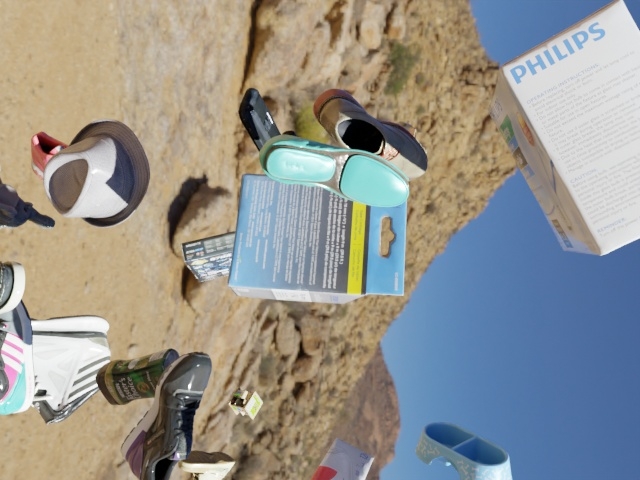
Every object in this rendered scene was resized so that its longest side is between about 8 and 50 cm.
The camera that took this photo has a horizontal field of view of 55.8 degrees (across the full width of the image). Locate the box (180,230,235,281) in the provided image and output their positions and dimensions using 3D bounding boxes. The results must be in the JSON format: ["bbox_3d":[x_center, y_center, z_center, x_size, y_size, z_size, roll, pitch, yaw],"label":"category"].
[{"bbox_3d":[-0.209,0.031,1.463,0.175,0.220,0.051,86,-10,-71],"label":"box"}]

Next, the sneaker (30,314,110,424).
[{"bbox_3d":[-0.751,0.334,1.511,0.169,0.448,0.257,-51,-132,51],"label":"sneaker"}]

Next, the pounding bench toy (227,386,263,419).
[{"bbox_3d":[-0.198,0.400,1.523,0.052,0.065,0.083,-58,139,-36],"label":"pounding bench toy"}]

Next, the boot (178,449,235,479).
[{"bbox_3d":[-0.345,0.679,1.695,0.213,0.077,0.165,33,83,-56],"label":"boot"}]

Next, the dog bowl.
[{"bbox_3d":[0.411,0.613,1.741,0.297,0.166,0.074,16,-72,48],"label":"dog bowl"}]

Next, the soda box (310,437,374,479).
[{"bbox_3d":[0.012,0.495,1.136,0.286,0.091,0.098,-31,143,-67],"label":"soda box"}]

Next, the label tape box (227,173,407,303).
[{"bbox_3d":[0.000,0.000,1.210,0.106,0.334,0.240,80,14,-71],"label":"label tape box"}]

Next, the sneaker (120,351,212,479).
[{"bbox_3d":[-0.272,0.355,1.172,0.124,0.107,0.283,39,-75,41],"label":"sneaker"}]

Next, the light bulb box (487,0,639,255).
[{"bbox_3d":[0.505,-0.183,1.137,0.361,0.225,0.358,63,11,6],"label":"light bulb box"}]

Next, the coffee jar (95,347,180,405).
[{"bbox_3d":[-0.379,0.292,1.281,0.079,0.184,0.096,-70,141,-58],"label":"coffee jar"}]

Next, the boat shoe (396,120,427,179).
[{"bbox_3d":[0.256,-0.255,1.781,0.324,0.120,0.122,92,11,-81],"label":"boat shoe"}]

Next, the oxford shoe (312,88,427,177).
[{"bbox_3d":[0.131,-0.212,1.393,0.123,0.348,0.130,-51,-142,24],"label":"oxford shoe"}]

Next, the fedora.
[{"bbox_3d":[-0.536,-0.146,1.389,0.124,0.275,0.243,-22,87,-58],"label":"fedora"}]

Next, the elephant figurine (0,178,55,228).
[{"bbox_3d":[-0.877,-0.098,1.651,0.186,0.239,0.169,-43,-176,-26],"label":"elephant figurine"}]

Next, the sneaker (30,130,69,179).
[{"bbox_3d":[-0.699,-0.189,1.669,0.116,0.314,0.136,-43,159,-35],"label":"sneaker"}]

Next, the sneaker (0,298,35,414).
[{"bbox_3d":[-0.750,0.249,1.346,0.178,0.124,0.295,12,65,-70],"label":"sneaker"}]

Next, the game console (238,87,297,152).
[{"bbox_3d":[-0.113,-0.238,1.536,0.361,0.044,0.213,61,27,-49],"label":"game console"}]

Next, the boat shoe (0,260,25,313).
[{"bbox_3d":[-0.694,0.121,1.135,0.113,0.340,0.127,15,61,-52],"label":"boat shoe"}]

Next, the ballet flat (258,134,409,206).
[{"bbox_3d":[0.022,-0.117,0.945,0.087,0.247,0.083,-113,-141,-59],"label":"ballet flat"}]
